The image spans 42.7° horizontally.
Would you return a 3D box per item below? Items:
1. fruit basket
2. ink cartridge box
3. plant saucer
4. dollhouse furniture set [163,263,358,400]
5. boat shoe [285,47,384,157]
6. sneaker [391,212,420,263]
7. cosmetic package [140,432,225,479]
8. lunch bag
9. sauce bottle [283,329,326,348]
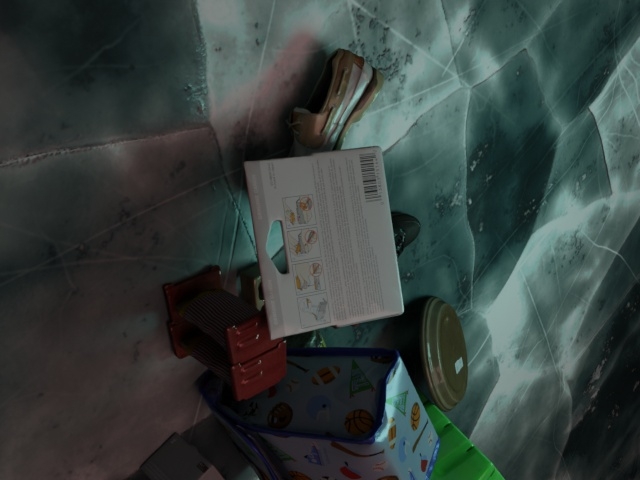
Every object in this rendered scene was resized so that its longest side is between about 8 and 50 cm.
[{"bbox_3d":[0.187,0.560,1.867,0.392,0.392,0.283,-52,138,-14],"label":"fruit basket"},{"bbox_3d":[0.000,0.000,1.383,0.261,0.066,0.296,-9,91,-26],"label":"ink cartridge box"},{"bbox_3d":[0.300,0.268,1.958,0.278,0.041,0.277,-10,90,-66],"label":"plant saucer"},{"bbox_3d":[-0.073,0.116,1.484,0.374,0.201,0.152,-24,123,-37],"label":"dollhouse furniture set"},{"bbox_3d":[-0.011,-0.202,1.468,0.103,0.113,0.302,33,87,-28],"label":"boat shoe"},{"bbox_3d":[0.133,0.025,1.722,0.267,0.106,0.101,-29,127,-36],"label":"sneaker"},{"bbox_3d":[-0.230,0.491,1.572,0.107,0.127,0.238,-46,134,-19],"label":"cosmetic package"},{"bbox_3d":[-0.010,0.372,1.553,0.238,0.386,0.327,-67,146,-39],"label":"lunch bag"},{"bbox_3d":[-0.012,0.303,1.711,0.111,0.111,0.344,-41,133,-24],"label":"sauce bottle"}]
